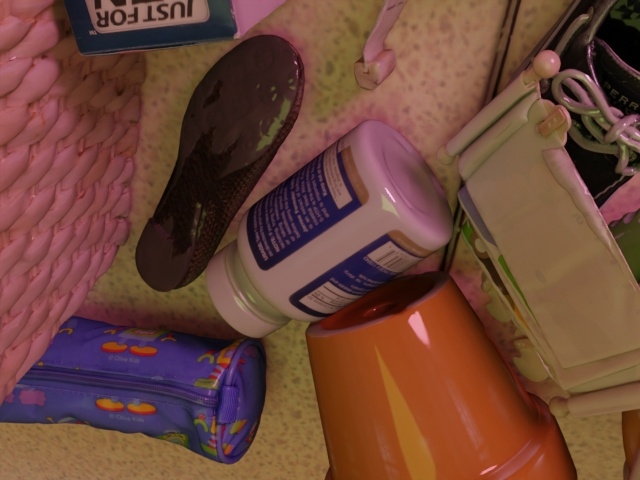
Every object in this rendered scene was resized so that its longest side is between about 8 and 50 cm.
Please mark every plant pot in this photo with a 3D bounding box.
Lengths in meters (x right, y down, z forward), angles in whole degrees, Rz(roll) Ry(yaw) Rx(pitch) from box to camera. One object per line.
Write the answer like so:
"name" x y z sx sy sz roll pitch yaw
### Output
"plant pot" 0.081 0.135 0.576 0.205 0.205 0.188 -18 98 22

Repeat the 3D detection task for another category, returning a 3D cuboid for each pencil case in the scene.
"pencil case" -0.208 0.135 0.673 0.306 0.133 0.119 6 87 9

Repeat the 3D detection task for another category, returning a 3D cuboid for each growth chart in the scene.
"growth chart" 0.151 0.014 0.470 0.237 0.021 0.172 65 159 3

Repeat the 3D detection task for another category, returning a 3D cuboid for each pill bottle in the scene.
"pill bottle" 0.000 0.000 0.554 0.187 0.112 0.112 -34 107 28

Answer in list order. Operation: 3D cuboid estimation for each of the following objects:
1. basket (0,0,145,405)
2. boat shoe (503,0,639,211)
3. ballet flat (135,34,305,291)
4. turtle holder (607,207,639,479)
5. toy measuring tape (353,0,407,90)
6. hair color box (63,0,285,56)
"basket" -0.300 -0.072 0.460 0.266 0.331 0.328 17 121 2
"boat shoe" 0.194 -0.099 0.453 0.113 0.105 0.306 29 122 -3
"ballet flat" -0.082 -0.058 0.581 0.084 0.058 0.250 39 117 16
"turtle holder" 0.308 0.120 0.472 0.320 0.243 0.227 28 124 -5
"toy measuring tape" 0.134 -0.204 0.411 0.121 0.121 0.330 28 130 -3
"hair color box" -0.099 -0.294 0.372 0.105 0.174 0.347 -2 118 16
